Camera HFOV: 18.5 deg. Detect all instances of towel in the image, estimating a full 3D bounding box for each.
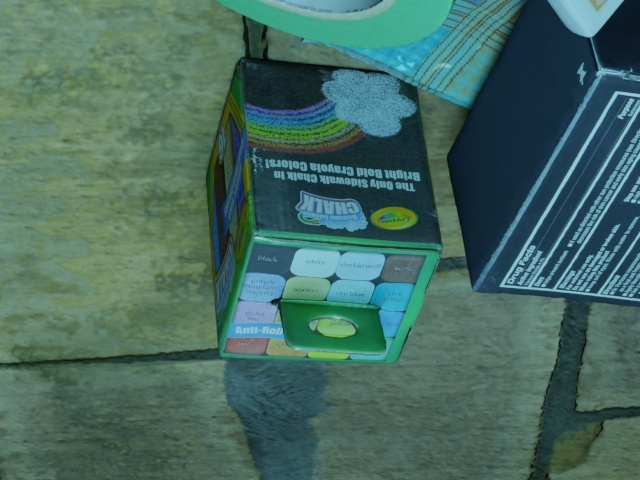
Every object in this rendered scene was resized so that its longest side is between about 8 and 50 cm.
[{"bbox_3d":[0.199,-0.208,1.790,0.370,0.040,0.271,21,135,-29],"label":"towel"}]

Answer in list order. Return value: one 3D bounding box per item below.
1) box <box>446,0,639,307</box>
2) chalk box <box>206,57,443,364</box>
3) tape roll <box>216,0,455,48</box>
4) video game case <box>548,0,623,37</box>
[{"bbox_3d":[0.306,-0.094,1.775,0.294,0.183,0.296,6,138,-19],"label":"box"},{"bbox_3d":[0.000,0.000,1.822,0.180,0.289,0.179,5,140,-12],"label":"chalk box"},{"bbox_3d":[-0.030,-0.272,1.531,0.321,0.077,0.321,22,159,9],"label":"tape roll"},{"bbox_3d":[0.234,-0.360,1.459,0.329,0.036,0.300,-50,135,-6],"label":"video game case"}]
